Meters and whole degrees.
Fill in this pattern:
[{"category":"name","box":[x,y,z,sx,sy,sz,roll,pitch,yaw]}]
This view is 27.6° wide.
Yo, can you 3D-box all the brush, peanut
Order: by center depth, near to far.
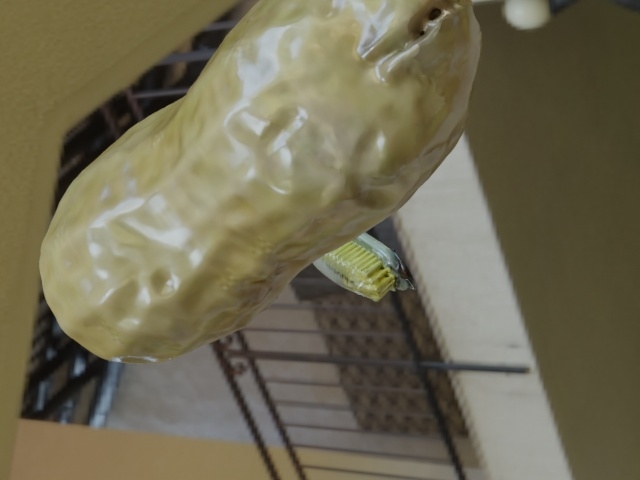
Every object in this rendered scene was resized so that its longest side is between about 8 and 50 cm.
[{"category":"peanut","box":[-0.034,-0.036,0.674,0.130,0.290,0.130,32,-142,-30]},{"category":"brush","box":[0.000,0.000,1.477,0.060,0.297,0.068,-39,-53,-13]}]
